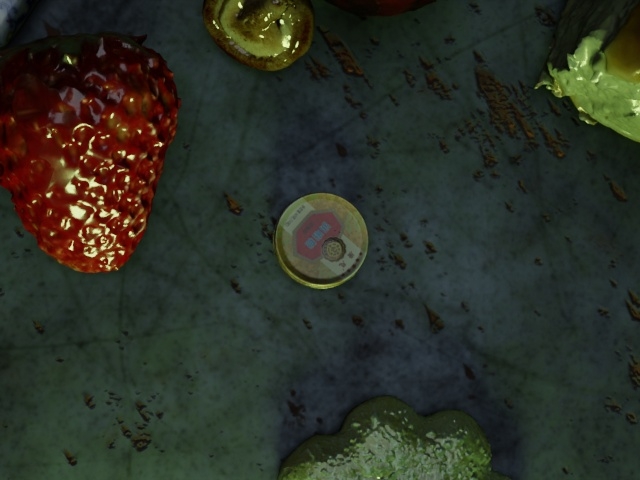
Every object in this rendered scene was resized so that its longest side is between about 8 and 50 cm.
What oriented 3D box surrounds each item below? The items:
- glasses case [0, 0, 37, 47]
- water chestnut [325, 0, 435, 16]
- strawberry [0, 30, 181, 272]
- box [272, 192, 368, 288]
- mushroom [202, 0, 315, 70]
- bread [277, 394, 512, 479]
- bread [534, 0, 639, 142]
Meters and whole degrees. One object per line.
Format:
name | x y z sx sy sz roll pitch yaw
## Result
glasses case | -0.319 -0.324 1.057 0.087 0.065 0.248 24 83 2
water chestnut | 0.049 -0.392 0.967 0.350 0.350 0.302 34 100 -3
strawberry | -0.241 -0.087 1.005 0.205 0.205 0.244 -6 107 -7
box | 0.000 0.000 1.078 0.106 0.037 0.105 1 85 -7
mushroom | -0.069 -0.240 1.058 0.127 0.127 0.087 32 38 -3
bread | 0.105 0.274 1.056 0.287 0.056 0.207 32 83 -4
bread | 0.418 -0.220 1.055 0.279 0.225 0.250 28 83 -8
